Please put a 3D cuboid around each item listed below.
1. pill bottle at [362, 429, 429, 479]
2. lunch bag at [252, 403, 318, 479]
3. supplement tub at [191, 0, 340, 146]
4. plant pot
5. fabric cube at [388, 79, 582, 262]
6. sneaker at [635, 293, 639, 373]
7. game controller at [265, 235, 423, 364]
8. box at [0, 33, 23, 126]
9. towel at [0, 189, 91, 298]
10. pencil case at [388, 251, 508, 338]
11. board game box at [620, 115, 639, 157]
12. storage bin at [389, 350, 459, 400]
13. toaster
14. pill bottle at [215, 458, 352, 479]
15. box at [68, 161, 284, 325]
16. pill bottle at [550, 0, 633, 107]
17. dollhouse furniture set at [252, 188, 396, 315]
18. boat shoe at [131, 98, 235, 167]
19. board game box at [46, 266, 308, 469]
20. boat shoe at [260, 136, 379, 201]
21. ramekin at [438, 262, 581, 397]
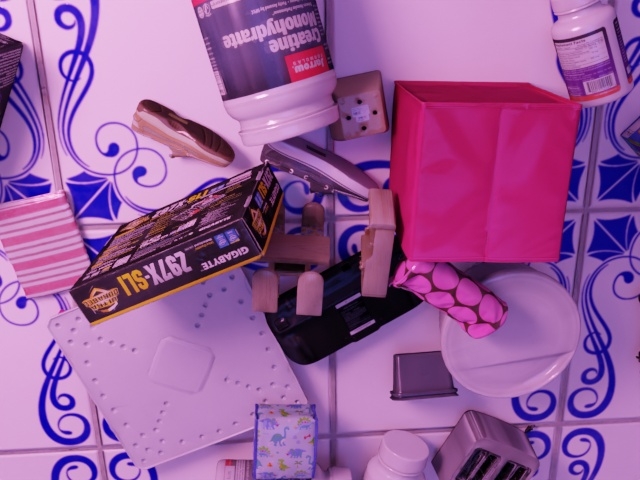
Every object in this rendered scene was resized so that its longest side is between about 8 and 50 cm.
[{"bbox_3d":[0.153,0.530,1.514,0.131,0.131,0.229,11,110,-8],"label":"pill bottle"},{"bbox_3d":[-0.071,0.408,1.417,0.129,0.096,0.151,1,101,-4],"label":"lunch bag"},{"bbox_3d":[-0.084,-0.305,1.131,0.191,0.191,0.272,-16,105,2],"label":"supplement tub"},{"bbox_3d":[0.067,-0.227,1.234,0.109,0.096,0.109,-11,112,1],"label":"plant pot"},{"bbox_3d":[0.261,-0.126,1.204,0.259,0.254,0.258,0,109,-3],"label":"fabric cube"},{"bbox_3d":[0.700,0.224,1.453,0.108,0.100,0.271,-23,111,11],"label":"sneaker"},{"bbox_3d":[0.056,0.121,1.377,0.319,0.067,0.166,-28,124,-1],"label":"game controller"},{"bbox_3d":[-0.624,-0.224,1.163,0.165,0.143,0.270,23,108,-10],"label":"box"},{"bbox_3d":[-0.514,0.009,1.326,0.144,0.029,0.197,-13,114,1],"label":"towel"},{"bbox_3d":[0.224,0.094,1.242,0.209,0.095,0.098,35,112,-12],"label":"pencil case"},{"bbox_3d":[0.720,-0.076,1.264,0.347,0.233,0.078,41,103,-17],"label":"board game box"},{"bbox_3d":[0.207,0.274,1.448,0.135,0.098,0.091,-3,84,-2],"label":"storage bin"},{"bbox_3d":[0.358,0.465,1.515,0.168,0.110,0.185,25,107,-14],"label":"toaster"},{"bbox_3d":[-0.079,0.546,1.488,0.283,0.161,0.161,2,111,-5],"label":"pill bottle"},{"bbox_3d":[-0.231,-0.001,1.192,0.322,0.257,0.079,-22,110,14],"label":"box"},{"bbox_3d":[0.460,-0.336,1.212,0.108,0.108,0.193,-23,111,5],"label":"pill bottle"},{"bbox_3d":[0.000,0.000,1.228,0.242,0.212,0.161,3,127,-1],"label":"dollhouse furniture set"},{"bbox_3d":[-0.245,-0.176,1.257,0.190,0.068,0.072,31,119,-4],"label":"boat shoe"},{"bbox_3d":[-0.275,0.239,1.416,0.390,0.050,0.390,-22,111,5],"label":"board game box"},{"bbox_3d":[-0.005,-0.119,1.284,0.228,0.080,0.076,25,117,-13],"label":"boat shoe"},{"bbox_3d":[0.357,0.163,1.388,0.273,0.127,0.272,-1,111,-3],"label":"ramekin"}]
